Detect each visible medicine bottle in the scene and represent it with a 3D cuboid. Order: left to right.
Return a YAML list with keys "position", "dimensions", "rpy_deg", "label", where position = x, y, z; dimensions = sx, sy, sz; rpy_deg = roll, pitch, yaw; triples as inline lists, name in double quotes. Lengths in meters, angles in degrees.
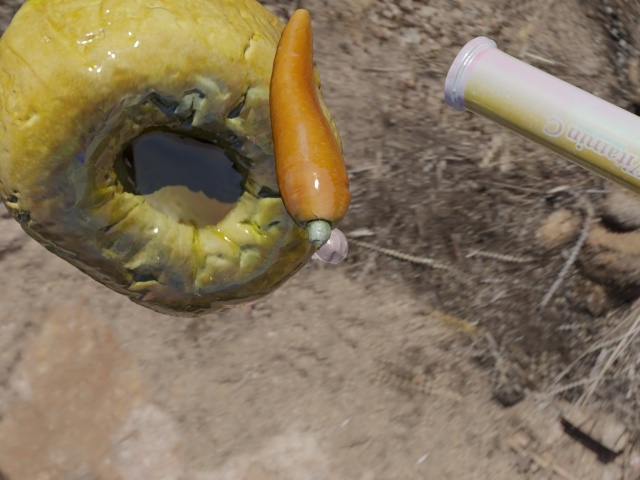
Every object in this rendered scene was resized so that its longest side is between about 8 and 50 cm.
- position: [0.360, -0.133, 1.793]
  dimensions: [0.426, 0.108, 0.108]
  rpy_deg: [32, 103, 29]
  label: "medicine bottle"

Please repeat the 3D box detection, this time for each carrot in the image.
- position: [-0.008, -0.058, 0.684]
  dimensions: [0.035, 0.035, 0.142]
  rpy_deg: [-21, 57, 18]
  label: "carrot"

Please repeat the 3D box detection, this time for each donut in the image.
- position: [-0.099, -0.066, 0.907]
  dimensions: [0.208, 0.261, 0.128]
  rpy_deg: [-48, 40, 15]
  label: "donut"

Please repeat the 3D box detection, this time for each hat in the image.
- position: [-0.002, -0.002, 1.843]
  dimensions: [0.087, 0.058, 0.042]
  rpy_deg: [29, 122, 31]
  label: "hat"
